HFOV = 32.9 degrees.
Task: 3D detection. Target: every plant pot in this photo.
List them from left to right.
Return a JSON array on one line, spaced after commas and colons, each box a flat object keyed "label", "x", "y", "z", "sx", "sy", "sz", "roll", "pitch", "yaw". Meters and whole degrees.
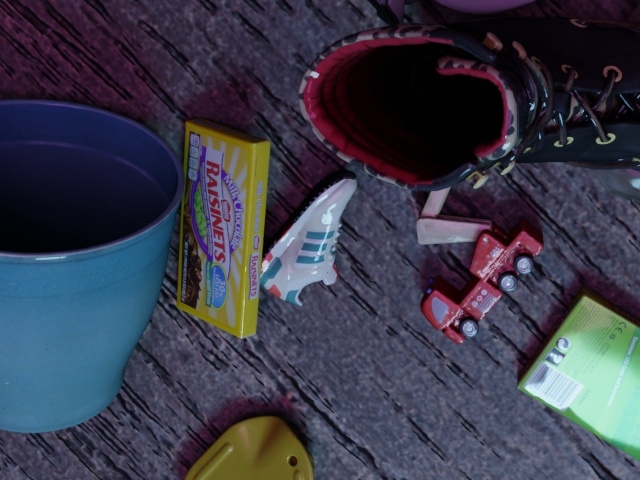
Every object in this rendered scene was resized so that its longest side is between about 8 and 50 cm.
[{"label": "plant pot", "x": -0.277, "y": 0.036, "z": 1.061, "sx": 0.272, "sy": 0.271, "sz": 0.255, "roll": 13, "pitch": 125, "yaw": 6}]

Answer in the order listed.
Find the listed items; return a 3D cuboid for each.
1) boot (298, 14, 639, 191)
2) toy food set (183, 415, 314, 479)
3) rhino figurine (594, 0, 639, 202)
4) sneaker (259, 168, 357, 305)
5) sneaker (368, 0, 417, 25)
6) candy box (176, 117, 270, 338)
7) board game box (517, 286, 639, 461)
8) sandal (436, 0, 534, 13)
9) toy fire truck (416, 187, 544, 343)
[{"label": "boot", "x": 0.197, "y": -0.108, "z": 0.845, "sx": 0.377, "sy": 0.284, "sz": 0.138, "roll": 18, "pitch": 112, "yaw": 33}, {"label": "toy food set", "x": -0.082, "y": 0.286, "z": 1.201, "sx": 0.218, "sy": 0.071, "sz": 0.128, "roll": -46, "pitch": 71, "yaw": 17}, {"label": "rhino figurine", "x": 0.311, "y": -0.146, "z": 0.985, "sx": 0.106, "sy": 0.073, "sz": 0.243, "roll": 4, "pitch": 107, "yaw": 6}, {"label": "sneaker", "x": 0.000, "y": 0.000, "z": 1.098, "sx": 0.075, "sy": 0.057, "sz": 0.161, "roll": 38, "pitch": 113, "yaw": -9}, {"label": "sneaker", "x": 0.004, "y": -0.357, "z": 0.954, "sx": 0.146, "sy": 0.122, "sz": 0.330, "roll": -45, "pitch": 104, "yaw": 3}, {"label": "candy box", "x": -0.101, "y": -0.013, "z": 1.097, "sx": 0.105, "sy": 0.027, "sz": 0.205, "roll": 20, "pitch": 113, "yaw": 37}, {"label": "board game box", "x": 0.343, "y": 0.164, "z": 1.098, "sx": 0.259, "sy": 0.039, "sz": 0.124, "roll": 32, "pitch": 111, "yaw": 2}, {"label": "sandal", "x": 0.234, "y": -0.365, "z": 0.915, "sx": 0.169, "sy": 0.102, "sz": 0.416, "roll": 36, "pitch": 104, "yaw": -28}, {"label": "toy fire truck", "x": 0.144, "y": -0.004, "z": 1.072, "sx": 0.135, "sy": 0.047, "sz": 0.192, "roll": 37, "pitch": 111, "yaw": -2}]
